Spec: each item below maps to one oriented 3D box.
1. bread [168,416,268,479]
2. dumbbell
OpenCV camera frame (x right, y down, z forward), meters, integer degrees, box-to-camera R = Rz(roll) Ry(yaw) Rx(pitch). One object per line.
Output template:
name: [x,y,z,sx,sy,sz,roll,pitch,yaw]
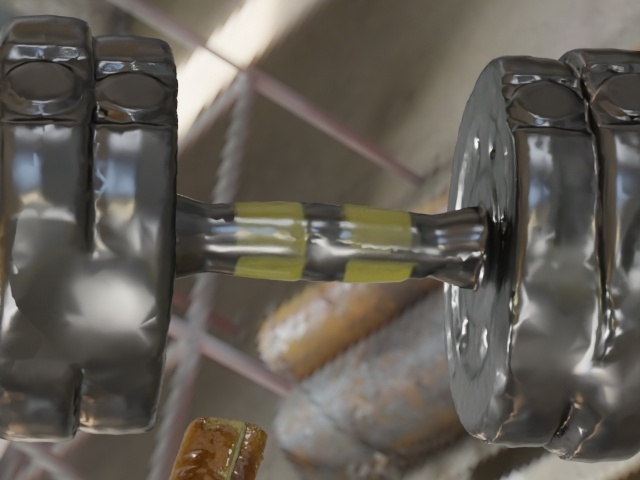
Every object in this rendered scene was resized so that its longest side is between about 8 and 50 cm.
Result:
bread: [-0.061,0.133,1.065,0.036,0.047,0.083,84,-161,-48]
dumbbell: [0.000,0.000,0.852,0.185,0.388,0.185,-178,90,-83]
